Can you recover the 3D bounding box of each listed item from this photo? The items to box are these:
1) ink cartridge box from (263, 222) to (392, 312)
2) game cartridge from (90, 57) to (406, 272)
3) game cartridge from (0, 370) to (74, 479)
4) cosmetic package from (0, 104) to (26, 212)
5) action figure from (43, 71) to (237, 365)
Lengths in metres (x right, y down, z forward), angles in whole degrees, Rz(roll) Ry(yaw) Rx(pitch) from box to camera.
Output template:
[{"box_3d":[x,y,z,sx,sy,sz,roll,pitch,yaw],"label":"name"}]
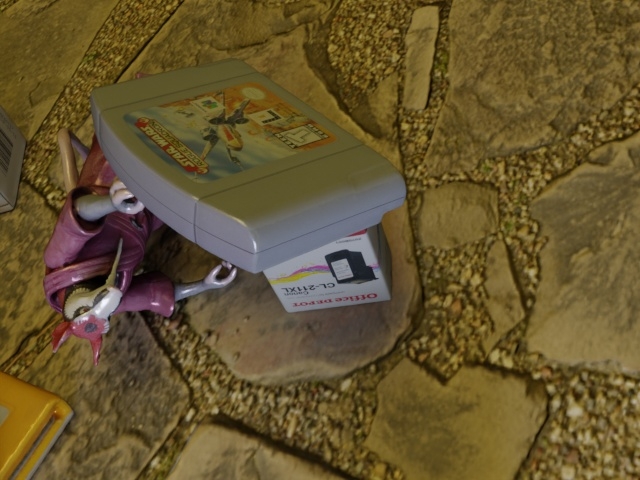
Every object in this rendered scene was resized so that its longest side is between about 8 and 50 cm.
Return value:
[{"box_3d":[0.000,0.000,0.881,0.128,0.175,0.072,-9,53,13],"label":"ink cartridge box"},{"box_3d":[-0.088,-0.086,0.779,0.198,0.062,0.297,-19,43,-36],"label":"game cartridge"},{"box_3d":[-0.482,0.253,0.926,0.324,0.052,0.285,15,59,27],"label":"game cartridge"},{"box_3d":[-0.611,-0.096,1.211,0.310,0.113,0.160,-14,49,9],"label":"cosmetic package"},{"box_3d":[-0.253,-0.029,0.945,0.276,0.248,0.370,-2,49,19],"label":"action figure"}]
